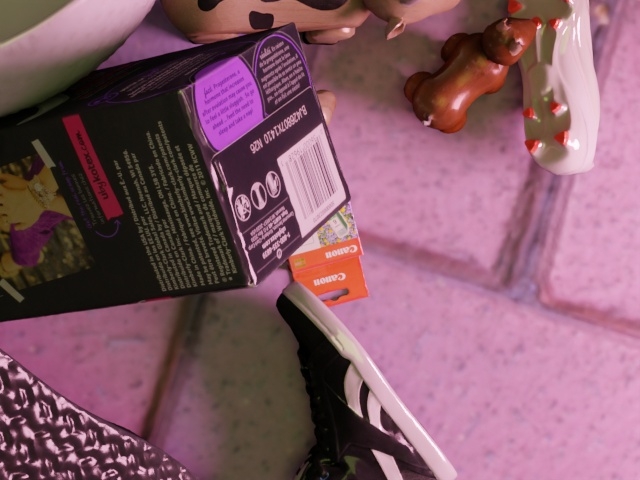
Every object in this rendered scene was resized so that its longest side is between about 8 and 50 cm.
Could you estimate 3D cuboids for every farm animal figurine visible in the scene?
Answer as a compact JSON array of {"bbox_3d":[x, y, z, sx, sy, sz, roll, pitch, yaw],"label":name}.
[{"bbox_3d":[0.018,-0.224,1.147,0.327,0.172,0.330,-18,96,-5],"label":"farm animal figurine"}]

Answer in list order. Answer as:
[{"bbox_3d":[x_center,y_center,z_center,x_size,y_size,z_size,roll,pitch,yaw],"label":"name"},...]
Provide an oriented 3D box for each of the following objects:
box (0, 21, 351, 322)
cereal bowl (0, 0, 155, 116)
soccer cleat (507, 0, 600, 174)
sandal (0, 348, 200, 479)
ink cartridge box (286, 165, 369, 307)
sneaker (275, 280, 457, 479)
[{"bbox_3d":[-0.142,-0.044,1.075,0.270,0.165,0.143,-8,109,31],"label":"box"},{"bbox_3d":[-0.257,-0.213,1.088,0.339,0.141,0.339,-4,57,6],"label":"cereal bowl"},{"bbox_3d":[0.196,-0.148,1.237,0.068,0.076,0.196,-6,78,33],"label":"soccer cleat"},{"bbox_3d":[-0.216,0.192,1.154,0.167,0.107,0.446,-54,125,-21],"label":"sandal"},{"bbox_3d":[0.000,0.000,1.234,0.063,0.029,0.115,-15,96,-5],"label":"ink cartridge box"},{"bbox_3d":[0.005,0.148,1.218,0.121,0.079,0.217,-39,101,-4],"label":"sneaker"}]
